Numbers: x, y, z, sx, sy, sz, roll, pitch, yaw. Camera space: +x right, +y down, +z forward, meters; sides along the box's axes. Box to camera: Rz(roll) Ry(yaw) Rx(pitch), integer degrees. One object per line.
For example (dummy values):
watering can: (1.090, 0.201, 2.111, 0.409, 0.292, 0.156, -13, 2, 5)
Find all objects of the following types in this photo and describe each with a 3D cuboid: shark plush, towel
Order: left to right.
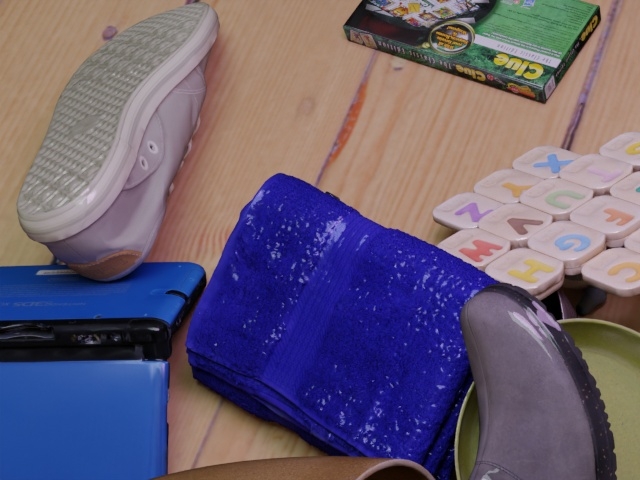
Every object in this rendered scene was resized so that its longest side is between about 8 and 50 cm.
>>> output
towel: (0.018, 0.088, 1.602, 0.308, 0.076, 0.228, 27, 99, 33)
shark plush: (0.291, 0.015, 1.659, 0.161, 0.067, 0.073, -14, 51, 4)

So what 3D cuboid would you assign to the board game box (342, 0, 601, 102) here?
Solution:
board game box: (0.168, -0.244, 1.917, 0.259, 0.030, 0.136, 22, 59, 28)

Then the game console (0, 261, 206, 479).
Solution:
game console: (-0.272, 0.146, 1.735, 0.293, 0.173, 0.250, -1, 22, 13)

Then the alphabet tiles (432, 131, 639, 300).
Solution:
alphabet tiles: (0.254, -0.029, 1.662, 0.284, 0.021, 0.278, -30, 33, -27)

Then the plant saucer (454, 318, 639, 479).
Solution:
plant saucer: (0.228, 0.190, 1.497, 0.241, 0.037, 0.241, 2, 80, -12)

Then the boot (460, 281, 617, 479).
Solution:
boot: (0.128, 0.216, 1.375, 0.222, 0.118, 0.338, -17, 83, -23)

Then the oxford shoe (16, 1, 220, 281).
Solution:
oxford shoe: (-0.203, -0.113, 1.858, 0.169, 0.130, 0.449, -17, 32, 25)

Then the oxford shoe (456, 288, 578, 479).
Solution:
oxford shoe: (0.175, 0.160, 1.557, 0.097, 0.098, 0.271, 5, 55, 18)

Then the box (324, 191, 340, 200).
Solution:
box: (0.000, 0.000, 1.738, 0.018, 0.083, 0.067, 31, 67, 31)

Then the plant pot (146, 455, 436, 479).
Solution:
plant pot: (-0.052, 0.285, 1.465, 0.254, 0.237, 0.237, 6, 54, 36)
